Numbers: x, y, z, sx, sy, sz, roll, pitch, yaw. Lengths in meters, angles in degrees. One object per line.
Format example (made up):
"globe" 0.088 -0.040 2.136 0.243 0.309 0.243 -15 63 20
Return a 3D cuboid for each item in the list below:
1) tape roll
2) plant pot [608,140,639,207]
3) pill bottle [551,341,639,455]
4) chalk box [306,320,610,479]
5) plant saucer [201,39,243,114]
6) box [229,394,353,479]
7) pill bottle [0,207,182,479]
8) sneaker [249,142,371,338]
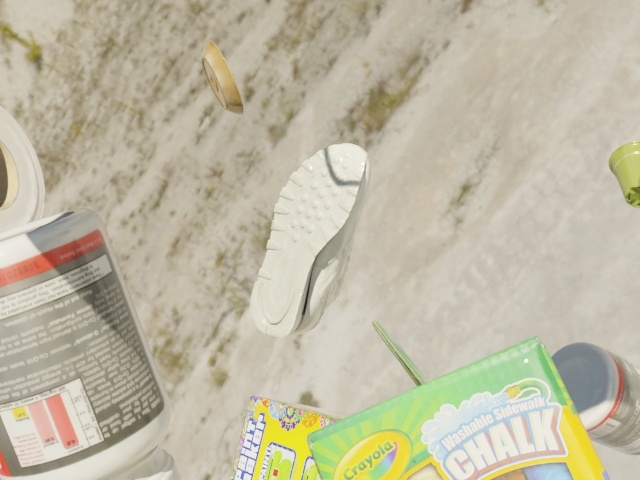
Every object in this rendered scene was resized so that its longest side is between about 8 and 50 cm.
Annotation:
"tape roll" -0.600 -0.107 1.499 0.100 0.286 0.286 -17 38 20
"plant pot" 0.483 -0.094 1.333 0.083 0.083 0.079 -44 27 42
"pill bottle" 0.546 0.300 1.613 0.161 0.283 0.161 -32 46 40
"chalk box" 0.116 0.187 0.646 0.179 0.180 0.288 -24 71 8
"plant saucer" -0.105 -0.166 0.917 0.015 0.083 0.083 -26 15 -11
"box" 0.091 0.299 0.970 0.279 0.290 0.176 3 77 52
"pill bottle" -0.297 0.162 1.021 0.210 0.362 0.210 -18 10 3
"sneaker" 0.000 0.000 0.993 0.090 0.095 0.235 36 109 33
